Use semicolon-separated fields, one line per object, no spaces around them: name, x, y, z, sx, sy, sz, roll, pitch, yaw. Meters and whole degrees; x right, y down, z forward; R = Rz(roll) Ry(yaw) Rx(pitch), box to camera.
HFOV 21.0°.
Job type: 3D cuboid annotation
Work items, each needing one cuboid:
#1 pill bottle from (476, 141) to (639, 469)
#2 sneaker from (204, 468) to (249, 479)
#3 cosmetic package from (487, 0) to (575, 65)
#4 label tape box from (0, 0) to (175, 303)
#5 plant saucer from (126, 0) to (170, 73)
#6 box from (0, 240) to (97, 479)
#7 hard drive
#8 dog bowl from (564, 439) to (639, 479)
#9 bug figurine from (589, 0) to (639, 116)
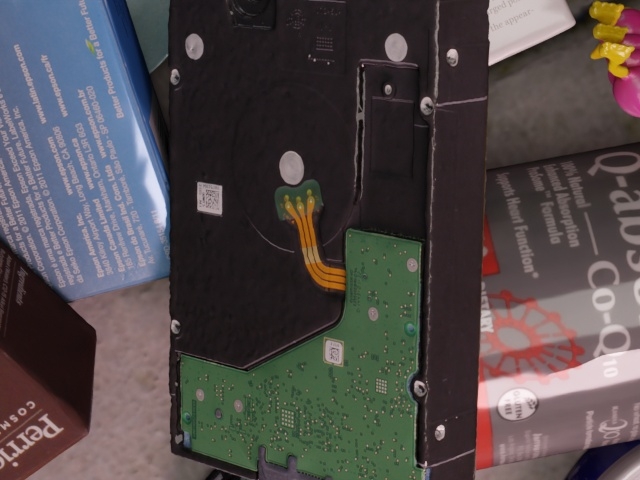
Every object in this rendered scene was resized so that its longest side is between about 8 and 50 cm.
pill bottle;0.238;0.032;1.228;0.363;0.210;0.210;-11;99;0
sneaker;0.001;0.160;1.321;0.098;0.083;0.223;36;103;-26
cosmetic package;0.066;-0.205;1.213;0.151;0.151;0.183;-25;98;3
label tape box;-0.279;-0.058;1.217;0.334;0.106;0.240;-14;118;3
plant saucer;-0.185;-0.200;1.265;0.195;0.037;0.195;0;100;-2
box;-0.342;0.024;1.119;0.191;0.143;0.381;-37;117;14
hard drive;0.000;0.000;1.134;0.237;0.064;0.338;10;104;41
dog bowl;0.305;0.257;1.319;0.265;0.104;0.264;0;99;-2
bug figurine;0.268;-0.162;1.204;0.279;0.216;0.072;9;141;-11
